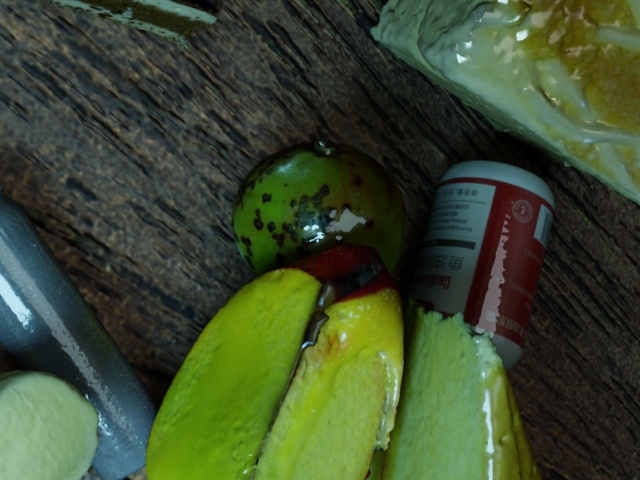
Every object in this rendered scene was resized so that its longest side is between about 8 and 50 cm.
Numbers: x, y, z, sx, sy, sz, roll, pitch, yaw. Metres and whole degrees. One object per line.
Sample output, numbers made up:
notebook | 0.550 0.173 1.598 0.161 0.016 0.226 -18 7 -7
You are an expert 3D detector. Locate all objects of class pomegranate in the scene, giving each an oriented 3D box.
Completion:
pomegranate | 0.000 0.000 0.795 0.159 0.159 0.205 -32 133 -31

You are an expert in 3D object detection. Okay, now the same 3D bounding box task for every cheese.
cheese | -0.239 0.148 0.606 0.123 0.167 0.094 -35 101 -33

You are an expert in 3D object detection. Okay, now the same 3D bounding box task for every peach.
peach | -0.031 0.127 0.691 0.159 0.154 0.267 36 69 -47

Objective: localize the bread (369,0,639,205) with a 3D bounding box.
bread | 0.308 -0.262 0.872 0.390 0.279 0.371 26 100 -29

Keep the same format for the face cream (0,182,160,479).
face cream | -0.222 0.064 0.680 0.073 0.073 0.283 -39 107 -29

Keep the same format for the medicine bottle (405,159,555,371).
medicine bottle | 0.161 0.049 0.896 0.131 0.131 0.250 26 73 -29

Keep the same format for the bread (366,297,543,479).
bread | 0.061 0.251 0.728 0.245 0.233 0.361 -29 110 -30

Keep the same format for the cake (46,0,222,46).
cake | -0.197 -0.267 0.703 0.246 0.112 0.135 10 78 -32
